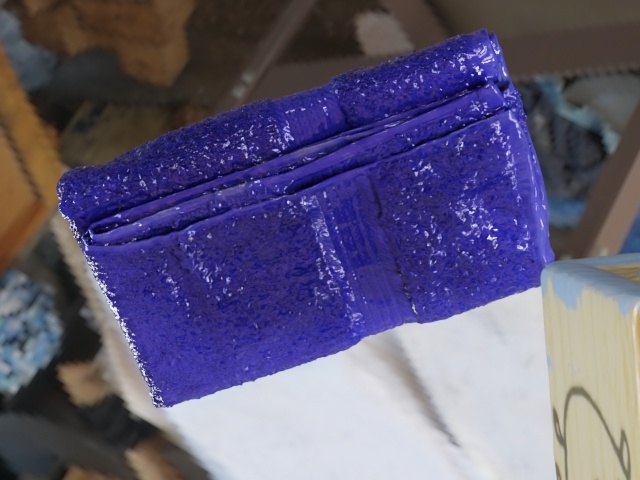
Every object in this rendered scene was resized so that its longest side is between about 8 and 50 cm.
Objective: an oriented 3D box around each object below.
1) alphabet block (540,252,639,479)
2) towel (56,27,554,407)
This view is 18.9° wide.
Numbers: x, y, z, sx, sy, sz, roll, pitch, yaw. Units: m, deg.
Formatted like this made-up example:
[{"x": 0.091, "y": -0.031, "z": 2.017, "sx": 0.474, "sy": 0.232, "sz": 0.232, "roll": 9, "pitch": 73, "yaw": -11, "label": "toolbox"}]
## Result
[{"x": 0.230, "y": 0.105, "z": 0.967, "sx": 0.193, "sy": 0.197, "sz": 0.192, "roll": -6, "pitch": -175, "yaw": -6, "label": "alphabet block"}, {"x": 0.000, "y": 0.000, "z": 1.287, "sx": 0.308, "sy": 0.076, "sz": 0.227, "roll": -18, "pitch": 132, "yaw": 3, "label": "towel"}]
